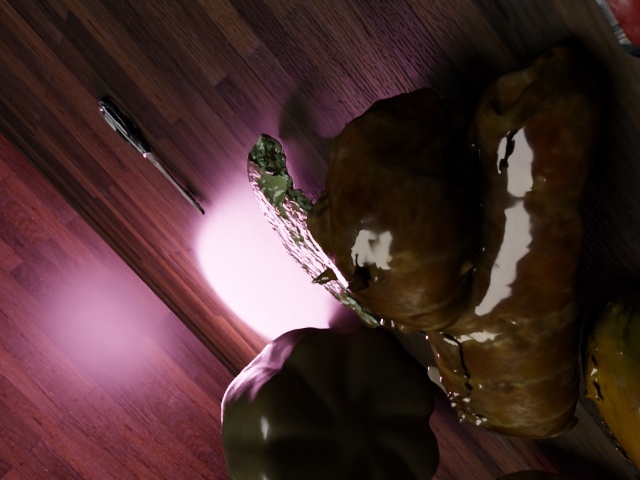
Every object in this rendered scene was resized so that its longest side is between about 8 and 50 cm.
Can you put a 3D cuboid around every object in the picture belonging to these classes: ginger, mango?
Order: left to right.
[{"bbox_3d":[0.125,0.039,0.630,0.176,0.254,0.418,-92,-12,-48],"label":"ginger"},{"bbox_3d":[0.341,0.155,0.622,0.156,0.151,0.249,-40,81,26],"label":"mango"}]

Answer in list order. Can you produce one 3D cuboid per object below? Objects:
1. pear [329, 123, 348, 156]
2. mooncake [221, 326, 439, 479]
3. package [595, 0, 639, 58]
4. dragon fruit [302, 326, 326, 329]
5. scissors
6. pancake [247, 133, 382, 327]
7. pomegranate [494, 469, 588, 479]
[{"bbox_3d":[0.071,-0.072,0.703,0.131,0.107,0.107,42,160,-15],"label":"pear"},{"bbox_3d":[0.025,0.330,1.186,0.378,0.378,0.201,49,153,-12],"label":"mooncake"},{"bbox_3d":[0.161,-0.223,0.335,0.269,0.071,0.194,36,163,-16],"label":"package"},{"bbox_3d":[0.001,0.214,1.402,0.162,0.083,0.106,43,173,-23],"label":"dragon fruit"},{"bbox_3d":[-0.334,-0.164,1.363,0.300,0.022,0.109,47,162,-11],"label":"scissors"},{"bbox_3d":[0.003,-0.004,1.029,0.197,0.054,0.376,19,150,50],"label":"pancake"},{"bbox_3d":[0.351,0.477,1.012,0.281,0.281,0.281,37,157,18],"label":"pomegranate"}]
